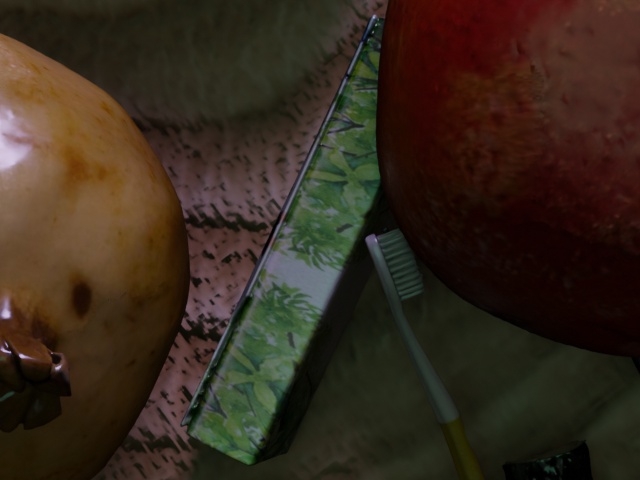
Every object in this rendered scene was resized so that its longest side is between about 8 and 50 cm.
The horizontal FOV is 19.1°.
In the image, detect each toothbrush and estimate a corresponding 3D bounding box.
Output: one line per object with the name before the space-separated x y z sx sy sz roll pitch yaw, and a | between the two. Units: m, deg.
toothbrush | 0.086 0.124 1.138 0.024 0.021 0.288 -21 104 1

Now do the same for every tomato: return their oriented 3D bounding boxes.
tomato | 0.183 -0.084 1.018 0.338 0.144 0.338 0 93 7

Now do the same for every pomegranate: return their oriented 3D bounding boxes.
pomegranate | -0.211 0.020 1.093 0.307 0.307 0.307 0 89 8

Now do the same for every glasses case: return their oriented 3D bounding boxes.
glasses case | 0.000 0.000 1.153 0.062 0.095 0.272 25 92 12

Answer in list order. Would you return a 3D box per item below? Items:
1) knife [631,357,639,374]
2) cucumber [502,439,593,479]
knife | 0.156 -0.035 1.167 0.044 0.026 0.296 -29 86 18
cucumber | 0.159 0.229 1.148 0.052 0.058 0.215 -13 90 -27
